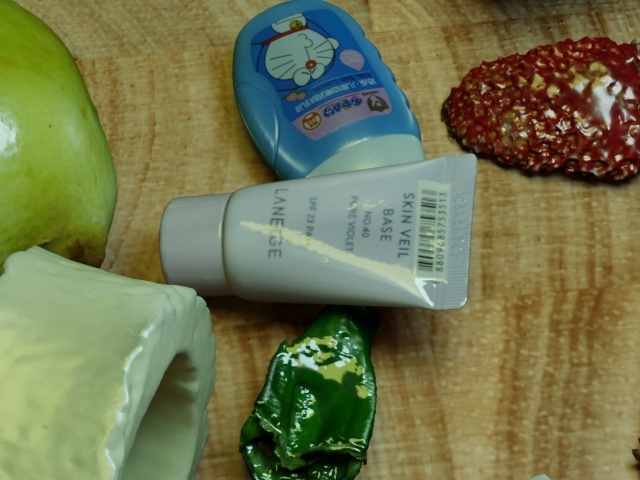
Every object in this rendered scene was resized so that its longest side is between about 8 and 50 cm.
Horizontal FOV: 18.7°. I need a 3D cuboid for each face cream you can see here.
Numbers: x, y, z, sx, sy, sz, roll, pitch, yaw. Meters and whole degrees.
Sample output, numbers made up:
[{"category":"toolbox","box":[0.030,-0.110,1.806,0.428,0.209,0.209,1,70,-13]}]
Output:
[{"category":"face cream","box":[0.011,-0.108,1.818,0.149,0.083,0.264,-24,57,-7]},{"category":"face cream","box":[0.000,0.000,1.693,0.273,0.096,0.154,-4,56,17]}]

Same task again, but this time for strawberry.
[{"category":"strawberry","box":[0.225,-0.126,1.826,0.208,0.087,0.167,-11,56,-5]}]

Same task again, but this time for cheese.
[{"category":"cheese","box":[-0.201,0.186,1.476,0.153,0.292,0.332,13,61,10]}]

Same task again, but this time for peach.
[{"category":"peach","box":[-0.332,-0.079,1.683,0.314,0.281,0.316,-17,63,-18]}]

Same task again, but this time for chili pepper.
[{"category":"chili pepper","box":[0.008,0.126,1.661,0.108,0.062,0.216,19,55,7]}]

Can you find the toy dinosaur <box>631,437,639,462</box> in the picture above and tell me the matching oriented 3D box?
[{"category":"toy dinosaur","box":[0.312,0.213,1.597,0.055,0.049,0.154,-33,54,-25]}]

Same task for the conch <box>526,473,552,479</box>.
[{"category":"conch","box":[0.152,0.251,1.545,0.176,0.104,0.094,-22,34,-11]}]
